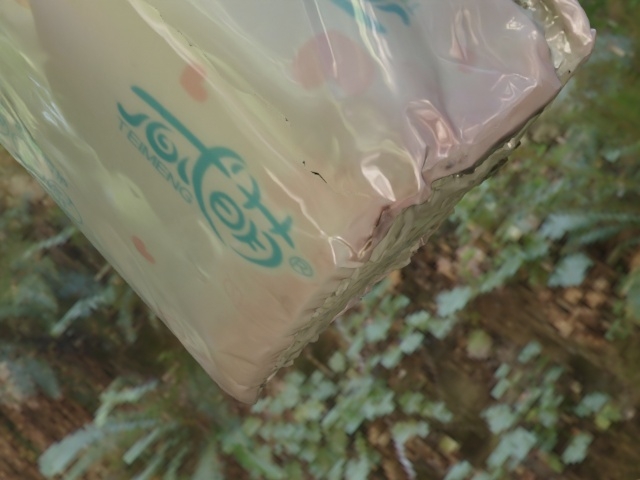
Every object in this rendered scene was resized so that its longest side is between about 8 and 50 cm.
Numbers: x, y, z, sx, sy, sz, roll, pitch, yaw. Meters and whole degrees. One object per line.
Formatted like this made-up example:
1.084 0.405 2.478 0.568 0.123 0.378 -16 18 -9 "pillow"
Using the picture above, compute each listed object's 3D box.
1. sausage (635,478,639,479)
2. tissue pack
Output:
0.170 0.150 0.588 0.328 0.112 0.112 -5 -47 -26 "sausage"
-0.062 -0.094 0.454 0.124 0.271 0.201 -41 -6 -22 "tissue pack"
